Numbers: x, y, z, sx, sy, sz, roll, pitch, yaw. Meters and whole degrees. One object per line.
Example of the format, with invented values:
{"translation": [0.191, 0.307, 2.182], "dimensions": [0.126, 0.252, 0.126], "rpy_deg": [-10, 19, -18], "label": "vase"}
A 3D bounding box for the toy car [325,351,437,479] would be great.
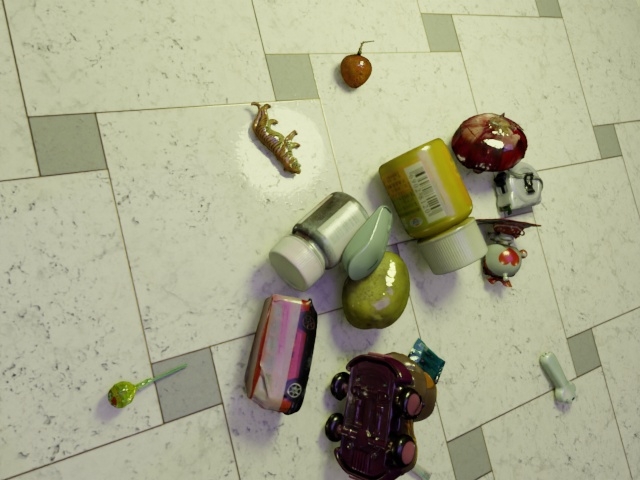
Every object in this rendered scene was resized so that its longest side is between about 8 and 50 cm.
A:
{"translation": [0.186, 0.480, 1.302], "dimensions": [0.240, 0.271, 0.340], "rpy_deg": [21, 75, -42], "label": "toy car"}

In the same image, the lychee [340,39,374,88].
{"translation": [0.114, -0.559, 1.504], "dimensions": [0.114, 0.101, 0.140], "rpy_deg": [-25, 108, -58], "label": "lychee"}

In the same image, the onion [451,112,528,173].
{"translation": [0.578, -0.320, 1.633], "dimensions": [0.252, 0.219, 0.252], "rpy_deg": [0, 43, 0], "label": "onion"}

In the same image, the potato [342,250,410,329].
{"translation": [0.161, 0.148, 1.379], "dimensions": [0.197, 0.148, 0.228], "rpy_deg": [5, 64, -9], "label": "potato"}

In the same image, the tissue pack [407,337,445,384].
{"translation": [0.339, 0.383, 1.494], "dimensions": [0.138, 0.028, 0.085], "rpy_deg": [43, 66, -17], "label": "tissue pack"}

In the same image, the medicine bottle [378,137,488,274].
{"translation": [0.355, -0.103, 1.473], "dimensions": [0.224, 0.224, 0.384], "rpy_deg": [-28, 93, -26], "label": "medicine bottle"}

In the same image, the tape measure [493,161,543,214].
{"translation": [0.728, -0.201, 1.731], "dimensions": [0.196, 0.105, 0.178], "rpy_deg": [-18, 89, -25], "label": "tape measure"}

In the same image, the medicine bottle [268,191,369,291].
{"translation": [0.000, 0.000, 1.323], "dimensions": [0.273, 0.165, 0.165], "rpy_deg": [-42, 100, -23], "label": "medicine bottle"}

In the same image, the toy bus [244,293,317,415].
{"translation": [-0.104, 0.294, 1.248], "dimensions": [0.147, 0.127, 0.302], "rpy_deg": [16, 76, -17], "label": "toy bus"}

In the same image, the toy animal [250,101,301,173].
{"translation": [-0.126, -0.299, 1.373], "dimensions": [0.241, 0.057, 0.099], "rpy_deg": [46, 66, -12], "label": "toy animal"}

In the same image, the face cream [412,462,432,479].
{"translation": [0.292, 0.691, 1.423], "dimensions": [0.115, 0.020, 0.038], "rpy_deg": [41, 66, -15], "label": "face cream"}

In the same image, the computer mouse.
{"translation": [0.145, 0.012, 1.309], "dimensions": [0.231, 0.079, 0.128], "rpy_deg": [-54, 148, -16], "label": "computer mouse"}

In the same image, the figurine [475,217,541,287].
{"translation": [0.636, 0.046, 1.635], "dimensions": [0.184, 0.160, 0.226], "rpy_deg": [7, 87, -23], "label": "figurine"}

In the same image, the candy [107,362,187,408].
{"translation": [-0.413, 0.342, 1.141], "dimensions": [0.194, 0.062, 0.058], "rpy_deg": [-19, 45, -35], "label": "candy"}

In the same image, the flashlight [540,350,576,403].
{"translation": [0.853, 0.493, 1.707], "dimensions": [0.093, 0.047, 0.200], "rpy_deg": [-31, 92, -27], "label": "flashlight"}
